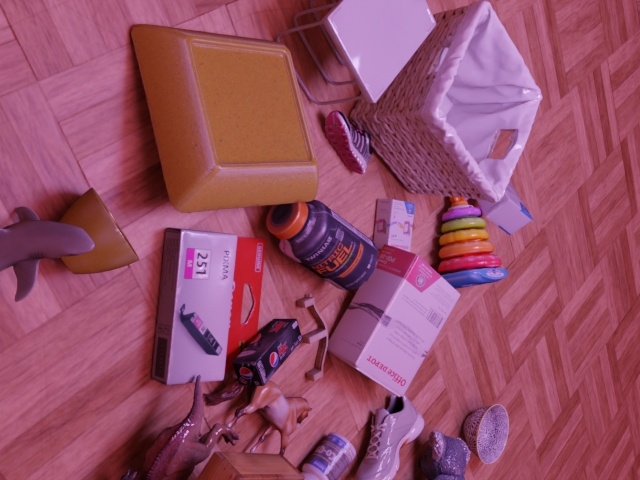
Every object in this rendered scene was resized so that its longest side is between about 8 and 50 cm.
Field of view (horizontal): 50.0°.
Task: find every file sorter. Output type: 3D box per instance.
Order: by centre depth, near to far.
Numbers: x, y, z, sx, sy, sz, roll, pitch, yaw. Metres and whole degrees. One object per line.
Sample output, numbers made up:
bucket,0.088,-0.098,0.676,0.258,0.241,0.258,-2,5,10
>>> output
file sorter,0.073,-0.436,1.413,0.277,0.173,0.193,-54,126,-28

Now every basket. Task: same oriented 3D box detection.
basket,0.289,-0.307,1.579,0.331,0.266,0.328,43,64,-39

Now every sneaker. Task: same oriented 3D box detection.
sneaker,0.067,-0.228,1.508,0.075,0.063,0.170,-56,134,-25
sneaker,0.145,0.471,1.638,0.262,0.099,0.121,-46,117,-41

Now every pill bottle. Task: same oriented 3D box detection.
pill bottle,0.000,0.000,1.411,0.246,0.130,0.130,34,70,-41
pill bottle,0.009,0.495,1.501,0.137,0.078,0.078,-44,123,-34

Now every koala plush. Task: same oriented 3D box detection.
koala plush,0.320,0.606,1.764,0.196,0.203,0.221,34,58,-42

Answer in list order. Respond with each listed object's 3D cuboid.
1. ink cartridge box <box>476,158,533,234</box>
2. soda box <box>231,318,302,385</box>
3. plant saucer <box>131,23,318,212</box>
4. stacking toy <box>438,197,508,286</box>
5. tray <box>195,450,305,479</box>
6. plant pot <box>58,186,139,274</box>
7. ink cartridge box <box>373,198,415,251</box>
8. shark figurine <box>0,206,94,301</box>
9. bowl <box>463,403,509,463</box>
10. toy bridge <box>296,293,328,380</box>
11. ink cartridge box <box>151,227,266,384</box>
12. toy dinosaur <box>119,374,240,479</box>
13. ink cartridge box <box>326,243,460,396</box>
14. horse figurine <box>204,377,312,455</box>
ink cartridge box,0.468,-0.126,1.835,0.140,0.082,0.190,28,31,-42
soda box,-0.102,0.216,1.349,0.169,0.060,0.053,-43,123,-54
plant saucer,-0.139,-0.228,1.220,0.333,0.081,0.332,-9,83,-44
stacking toy,0.373,-0.032,1.794,0.175,0.166,0.301,3,77,-42
tray,-0.207,0.551,1.163,0.411,0.076,0.203,-58,146,1
plant pot,-0.358,-0.002,1.066,0.095,0.134,0.134,-32,118,-12
ink cartridge box,0.175,-0.034,1.640,0.088,0.052,0.122,6,91,-45
shark figurine,-0.471,0.034,0.950,0.278,0.166,0.116,-41,153,-5
bowl,0.459,0.542,1.958,0.170,0.080,0.170,-4,96,-45
toy bridge,-0.012,0.206,1.491,0.063,0.026,0.188,-18,106,-46
ink cartridge box,-0.188,0.122,1.284,0.239,0.060,0.275,6,90,-44
toy dinosaur,-0.261,0.379,1.153,0.200,0.127,0.295,21,92,-56
ink cartridge box,0.167,0.184,1.573,0.207,0.117,0.283,40,78,-40
horse figurine,-0.114,0.348,1.373,0.263,0.066,0.174,52,61,-36
